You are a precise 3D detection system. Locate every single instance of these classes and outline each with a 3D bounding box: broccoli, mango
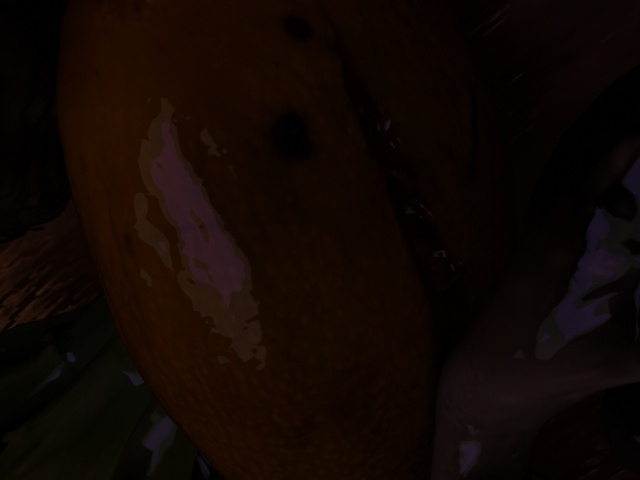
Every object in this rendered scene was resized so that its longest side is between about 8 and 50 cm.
[{"bbox_3d":[-0.107,0.095,0.848,0.254,0.269,0.269,29,137,-11],"label":"broccoli"},{"bbox_3d":[0.004,0.000,0.721,0.120,0.177,0.295,5,137,39],"label":"mango"}]

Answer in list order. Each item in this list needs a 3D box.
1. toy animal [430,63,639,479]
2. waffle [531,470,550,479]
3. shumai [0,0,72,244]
[{"bbox_3d":[0.195,0.051,0.598,0.344,0.194,0.302,48,129,37],"label":"toy animal"},{"bbox_3d":[0.202,0.236,0.790,0.376,0.261,0.114,27,100,-3],"label":"waffle"},{"bbox_3d":[-0.185,-0.092,0.770,0.184,0.218,0.185,-15,85,35],"label":"shumai"}]
